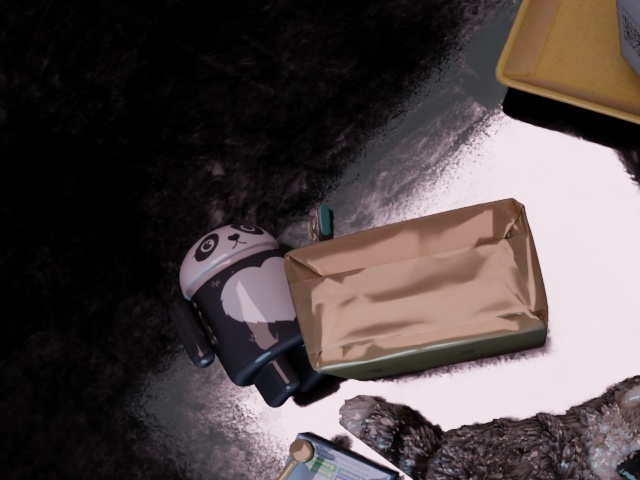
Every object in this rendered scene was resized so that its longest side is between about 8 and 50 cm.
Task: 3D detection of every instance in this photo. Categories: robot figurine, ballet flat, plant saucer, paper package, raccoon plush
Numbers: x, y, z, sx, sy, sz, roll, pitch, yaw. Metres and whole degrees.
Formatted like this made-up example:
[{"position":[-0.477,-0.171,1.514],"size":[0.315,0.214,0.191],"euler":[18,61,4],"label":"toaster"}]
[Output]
[{"position":[-0.096,0.106,1.382],"size":[0.174,0.209,0.278],"euler":[-37,73,19],"label":"robot figurine"},{"position":[0.000,0.000,1.454],"size":[0.041,0.041,0.114],"euler":[-10,78,13],"label":"ballet flat"},{"position":[0.470,-0.326,1.362],"size":[0.333,0.081,0.332],"euler":[20,84,16],"label":"plant saucer"},{"position":[0.143,0.080,1.247],"size":[0.310,0.325,0.168],"euler":[-13,78,11],"label":"paper package"},{"position":[0.269,0.247,1.260],"size":[0.446,0.216,0.299],"euler":[34,82,18],"label":"raccoon plush"}]

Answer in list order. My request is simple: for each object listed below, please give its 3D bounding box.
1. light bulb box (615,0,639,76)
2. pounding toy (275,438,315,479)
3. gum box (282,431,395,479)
[{"position":[0.529,-0.268,1.069],"size":[0.225,0.361,0.358],"euler":[-32,59,5],"label":"light bulb box"},{"position":[-0.002,0.383,1.306],"size":[0.181,0.094,0.206],"euler":[-11,78,10],"label":"pounding toy"},{"position":[0.005,0.403,1.373],"size":[0.157,0.041,0.184],"euler":[21,87,16],"label":"gum box"}]
